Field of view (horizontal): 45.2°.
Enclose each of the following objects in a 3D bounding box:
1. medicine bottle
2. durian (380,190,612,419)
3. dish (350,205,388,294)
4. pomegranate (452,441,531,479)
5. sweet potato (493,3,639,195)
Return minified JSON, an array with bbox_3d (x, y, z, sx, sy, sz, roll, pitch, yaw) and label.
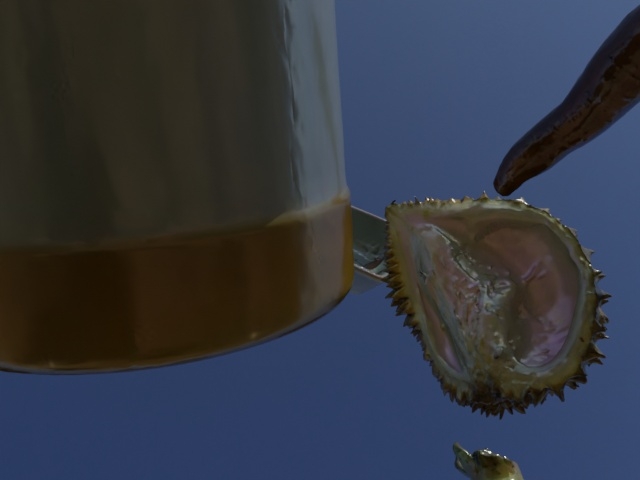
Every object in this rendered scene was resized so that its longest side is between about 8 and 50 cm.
[{"bbox_3d":[-0.104,-0.075,0.425,0.237,0.238,0.232,-6,-78,-13],"label":"medicine bottle"},{"bbox_3d":[0.173,0.064,0.755,0.183,0.250,0.138,-27,-38,-4],"label":"durian"},{"bbox_3d":[0.000,0.000,1.091,0.234,0.154,0.064,24,-58,9],"label":"dish"},{"bbox_3d":[0.273,0.437,1.081,0.260,0.341,0.260,-9,-46,-10],"label":"pomegranate"},{"bbox_3d":[0.234,-0.123,0.636,0.057,0.057,0.265,17,-44,-18],"label":"sweet potato"}]
